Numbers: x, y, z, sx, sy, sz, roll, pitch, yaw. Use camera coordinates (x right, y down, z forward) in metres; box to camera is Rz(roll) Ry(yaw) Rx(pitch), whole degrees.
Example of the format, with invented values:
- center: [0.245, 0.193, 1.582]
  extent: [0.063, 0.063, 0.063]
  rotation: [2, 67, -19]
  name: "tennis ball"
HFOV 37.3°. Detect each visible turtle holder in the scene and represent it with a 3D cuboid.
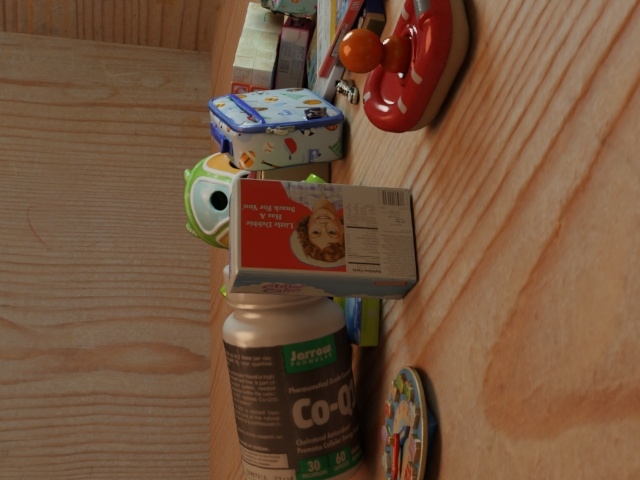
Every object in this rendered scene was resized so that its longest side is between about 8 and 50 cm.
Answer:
- center: [-0.231, -0.077, 2.497]
  extent: [0.227, 0.243, 0.321]
  rotation: [-3, 74, 60]
  name: "turtle holder"

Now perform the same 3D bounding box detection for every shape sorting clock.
- center: [0.114, 0.279, 1.322]
  extent: [0.206, 0.040, 0.206]
  rotation: [-176, 90, -77]
  name: "shape sorting clock"

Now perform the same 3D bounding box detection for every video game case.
- center: [0.035, -0.452, 1.732]
  extent: [0.285, 0.025, 0.204]
  rotation: [123, 150, -67]
  name: "video game case"
- center: [0.009, -0.375, 1.990]
  extent: [0.227, 0.026, 0.207]
  rotation: [114, 156, -59]
  name: "video game case"

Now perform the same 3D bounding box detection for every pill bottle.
- center: [-0.049, 0.208, 1.544]
  extent: [0.204, 0.204, 0.361]
  rotation: [-149, 50, -76]
  name: "pill bottle"

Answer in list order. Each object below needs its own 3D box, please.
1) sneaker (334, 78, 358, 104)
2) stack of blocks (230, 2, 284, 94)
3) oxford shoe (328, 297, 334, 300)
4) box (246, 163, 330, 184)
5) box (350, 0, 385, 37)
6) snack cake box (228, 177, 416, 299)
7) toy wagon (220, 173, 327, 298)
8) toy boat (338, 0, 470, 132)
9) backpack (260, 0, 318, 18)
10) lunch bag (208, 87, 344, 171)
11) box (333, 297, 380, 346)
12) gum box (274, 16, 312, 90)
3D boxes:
- center: [0.047, -0.277, 1.770]
  extent: [0.083, 0.036, 0.032]
  rotation: [-112, 30, -58]
  name: "sneaker"
- center: [-0.144, -0.393, 2.157]
  extent: [0.297, 0.087, 0.171]
  rotation: [-84, 3, -50]
  name: "stack of blocks"
- center: [-0.012, 0.234, 1.719]
  extent: [0.130, 0.122, 0.349]
  rotation: [138, 133, -63]
  name: "oxford shoe"
- center: [-0.077, -0.090, 2.011]
  extent: [0.232, 0.148, 0.127]
  rotation: [140, 132, -72]
  name: "box"
- center: [0.073, -0.432, 1.700]
  extent: [0.136, 0.036, 0.225]
  rotation: [113, 158, -56]
  name: "box"
- center: [0.000, 0.000, 1.389]
  extent: [0.089, 0.264, 0.152]
  rotation: [119, 151, -64]
  name: "snack cake box"
- center: [-0.062, 0.015, 1.767]
  extent: [0.267, 0.068, 0.344]
  rotation: [-52, -14, -1]
  name: "toy wagon"
- center: [0.098, -0.249, 1.279]
  extent: [0.231, 0.151, 0.151]
  rotation: [112, 158, -54]
  name: "toy boat"
- center: [-0.068, -0.599, 2.052]
  extent: [0.253, 0.191, 0.225]
  rotation: [-133, 51, -65]
  name: "backpack"
- center: [-0.096, -0.224, 1.875]
  extent: [0.303, 0.243, 0.115]
  rotation: [-136, 42, -63]
  name: "lunch bag"
- center: [0.061, 0.120, 1.590]
  extent: [0.178, 0.042, 0.109]
  rotation: [169, 103, -76]
  name: "box"
- center: [-0.063, -0.418, 2.181]
  extent: [0.107, 0.062, 0.189]
  rotation: [-82, 1, -63]
  name: "gum box"
